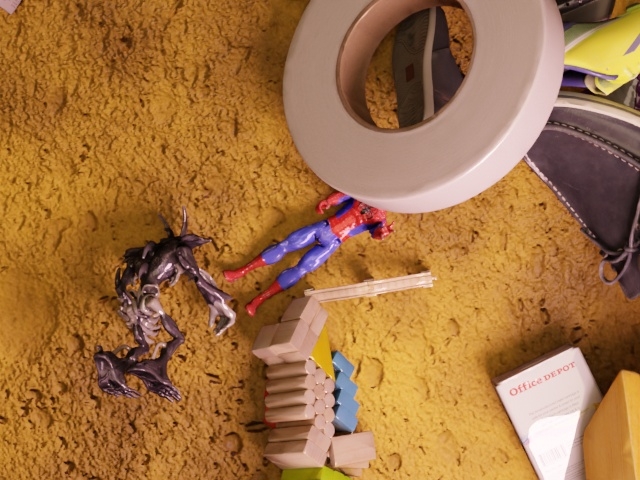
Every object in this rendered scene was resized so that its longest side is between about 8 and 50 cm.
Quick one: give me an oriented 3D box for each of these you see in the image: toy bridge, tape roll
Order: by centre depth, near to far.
[{"bbox_3d":[0.125,-0.230,1.457,0.392,0.072,0.392,-10,72,32],"label":"tape roll"},{"bbox_3d":[0.070,0.066,1.559,0.188,0.063,0.026,-9,89,3],"label":"toy bridge"}]

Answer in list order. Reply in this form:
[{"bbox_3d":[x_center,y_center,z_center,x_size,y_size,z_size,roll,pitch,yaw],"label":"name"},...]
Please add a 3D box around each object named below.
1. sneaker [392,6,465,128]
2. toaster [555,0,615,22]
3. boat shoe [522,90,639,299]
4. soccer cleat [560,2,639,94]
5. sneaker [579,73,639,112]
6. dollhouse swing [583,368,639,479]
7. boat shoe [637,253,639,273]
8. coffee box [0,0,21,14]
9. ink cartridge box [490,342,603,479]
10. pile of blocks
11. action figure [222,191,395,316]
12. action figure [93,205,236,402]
[{"bbox_3d":[0.170,-0.228,1.560,0.118,0.083,0.222,15,69,-32],"label":"sneaker"},{"bbox_3d":[0.308,-0.357,1.514,0.168,0.110,0.186,-22,71,3],"label":"toaster"},{"bbox_3d":[0.448,-0.012,1.475,0.500,0.187,0.156,40,56,-1],"label":"boat shoe"},{"bbox_3d":[0.388,-0.241,1.438,0.289,0.093,0.121,-9,66,3],"label":"soccer cleat"},{"bbox_3d":[0.415,-0.233,1.540,0.098,0.083,0.224,9,91,7],"label":"sneaker"},{"bbox_3d":[0.497,0.395,1.503,0.346,0.305,0.315,13,53,-13],"label":"dollhouse swing"},{"bbox_3d":[0.475,0.158,1.375,0.095,0.112,0.335,-12,93,34],"label":"boat shoe"},{"bbox_3d":[-0.429,-0.494,1.556,0.168,0.119,0.297,36,91,3],"label":"coffee box"},{"bbox_3d":[0.332,0.247,1.542,0.127,0.072,0.175,-26,89,2],"label":"ink cartridge box"},{"bbox_3d":[-0.017,0.264,1.555,0.112,0.149,0.362,-14,77,45],"label":"pile of blocks"},{"bbox_3d":[0.000,0.000,1.531,0.280,0.139,0.091,-34,90,-1],"label":"action figure"},{"bbox_3d":[-0.216,0.093,1.535,0.164,0.141,0.276,-8,48,28],"label":"action figure"}]
